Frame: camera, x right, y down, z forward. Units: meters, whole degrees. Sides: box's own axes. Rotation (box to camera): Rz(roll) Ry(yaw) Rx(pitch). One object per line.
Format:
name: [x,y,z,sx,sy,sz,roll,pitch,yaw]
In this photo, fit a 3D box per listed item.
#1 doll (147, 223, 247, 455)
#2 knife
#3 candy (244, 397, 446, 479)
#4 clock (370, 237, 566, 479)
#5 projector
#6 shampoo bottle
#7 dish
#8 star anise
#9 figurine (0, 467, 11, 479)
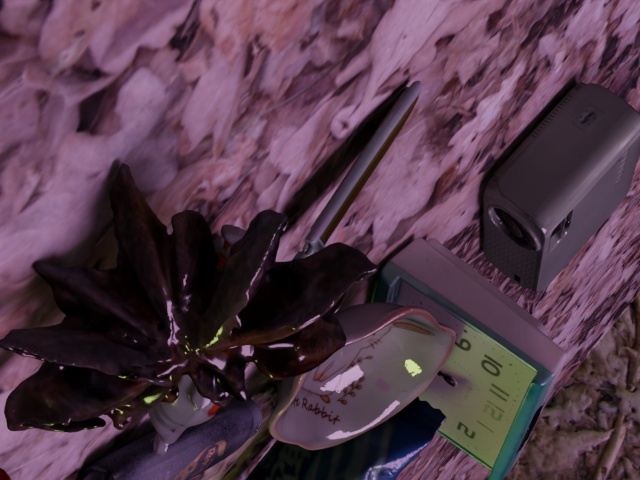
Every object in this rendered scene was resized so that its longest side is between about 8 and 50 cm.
doll: [-0.101,0.092,1.112,0.075,0.102,0.227,13,122,-19]
knife: [0.000,0.000,1.193,0.343,0.027,0.061,-57,173,-12]
candy: [-0.016,0.286,1.537,0.331,0.187,0.077,-48,133,-10]
clock: [0.170,0.135,1.582,0.116,0.231,0.262,-45,160,-28]
projector: [0.302,-0.063,1.704,0.198,0.108,0.250,-47,162,-11]
shampoo bottle: [-0.140,0.206,1.287,0.233,0.049,0.087,-21,147,-55]
dish: [0.031,0.128,1.444,0.229,0.081,0.229,-23,147,-16]
star anise: [-0.097,0.055,0.946,0.282,0.129,0.212,-20,140,8]
figurine: [-0.257,0.232,1.052,0.083,0.067,0.071,-33,138,-3]
